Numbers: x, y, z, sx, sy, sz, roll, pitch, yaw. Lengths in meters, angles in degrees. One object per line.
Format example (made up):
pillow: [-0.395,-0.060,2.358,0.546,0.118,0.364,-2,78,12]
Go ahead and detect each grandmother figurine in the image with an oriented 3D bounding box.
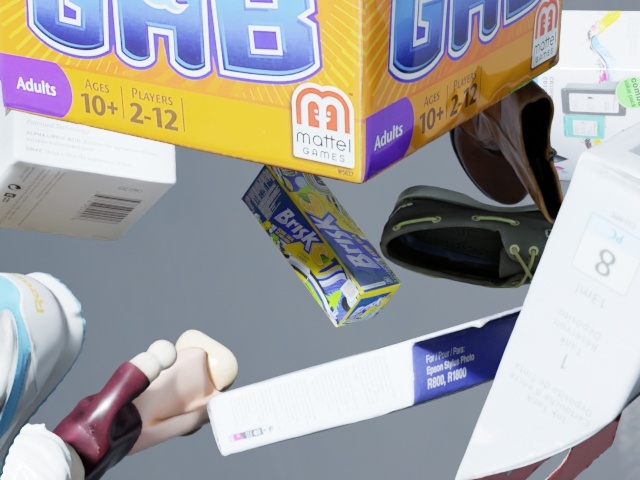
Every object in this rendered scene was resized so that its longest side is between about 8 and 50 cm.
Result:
grandmother figurine: [-0.195,0.177,1.336,0.104,0.342,0.208,33,114,14]

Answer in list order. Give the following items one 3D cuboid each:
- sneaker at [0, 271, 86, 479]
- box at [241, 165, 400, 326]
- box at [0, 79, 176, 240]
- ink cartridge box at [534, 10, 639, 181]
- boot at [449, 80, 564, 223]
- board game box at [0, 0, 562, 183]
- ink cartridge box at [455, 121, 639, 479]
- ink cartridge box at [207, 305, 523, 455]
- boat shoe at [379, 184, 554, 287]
sneaker: [-0.224,0.118,0.813,0.087,0.092,0.229,30,99,24]
box: [0.000,0.000,1.375,0.169,0.059,0.054,54,130,22]
box: [-0.271,-0.093,1.547,0.181,0.182,0.119,-37,51,53]
ink cartridge box: [0.413,-0.218,2.148,0.197,0.270,0.198,-68,-24,-53]
boot: [0.228,-0.100,1.603,0.280,0.096,0.264,-115,13,-58]
board game box: [-0.028,-0.295,1.176,0.356,0.356,0.356,13,117,30]
ink cartridge box: [0.221,0.078,0.968,0.091,0.308,0.385,32,126,26]
ink cartridge box: [0.112,0.124,1.423,0.330,0.324,0.071,-18,85,38]
boat shoe: [0.220,0.011,1.682,0.305,0.091,0.109,10,131,20]
